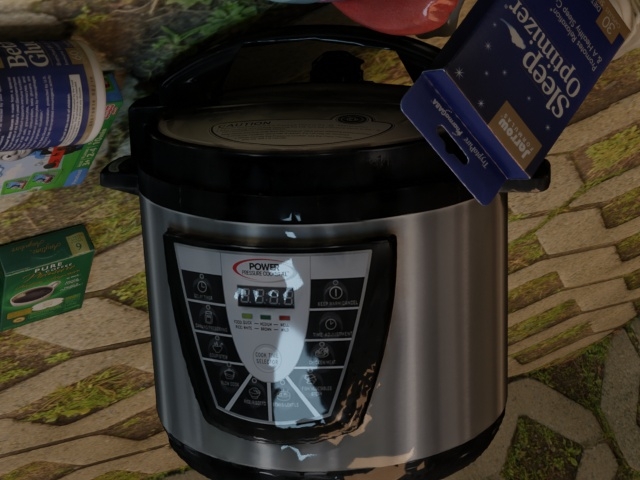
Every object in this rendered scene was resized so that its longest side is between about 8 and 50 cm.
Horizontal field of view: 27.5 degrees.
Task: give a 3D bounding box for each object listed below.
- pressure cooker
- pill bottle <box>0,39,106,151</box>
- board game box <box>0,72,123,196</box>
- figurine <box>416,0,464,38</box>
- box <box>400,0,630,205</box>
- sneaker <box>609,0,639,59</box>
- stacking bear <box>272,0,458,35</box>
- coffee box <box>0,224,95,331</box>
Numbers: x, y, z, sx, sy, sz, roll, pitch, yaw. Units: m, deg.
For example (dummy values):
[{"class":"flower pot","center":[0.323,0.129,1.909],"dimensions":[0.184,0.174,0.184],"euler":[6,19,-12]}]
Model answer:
[{"class":"pressure cooker","center":[-0.001,-0.002,1.289],"dimensions":[0.370,0.420,0.375],"euler":[-12,-161,-31]},{"class":"pill bottle","center":[-0.277,-0.122,1.112],"dimensions":[0.169,0.094,0.094],"euler":[-9,157,-37]},{"class":"board game box","center":[-0.311,-0.091,1.245],"dimensions":[0.211,0.039,0.160],"euler":[-11,158,-31]},{"class":"figurine","center":[0.175,-0.296,1.214],"dimensions":[0.215,0.092,0.209],"euler":[-12,150,-29]},{"class":"box","center":[0.175,-0.153,1.146],"dimensions":[0.225,0.136,0.036],"euler":[-53,-152,-19]},{"class":"sneaker","center":[0.339,-0.264,1.429],"dimensions":[0.169,0.108,0.292],"euler":[-27,177,3]},{"class":"stacking bear","center":[-0.052,-0.256,0.931],"dimensions":[0.289,0.175,0.164],"euler":[6,177,-38]},{"class":"coffee box","center":[-0.339,0.047,1.585],"dimensions":[0.113,0.040,0.184],"euler":[-17,161,-21]}]
